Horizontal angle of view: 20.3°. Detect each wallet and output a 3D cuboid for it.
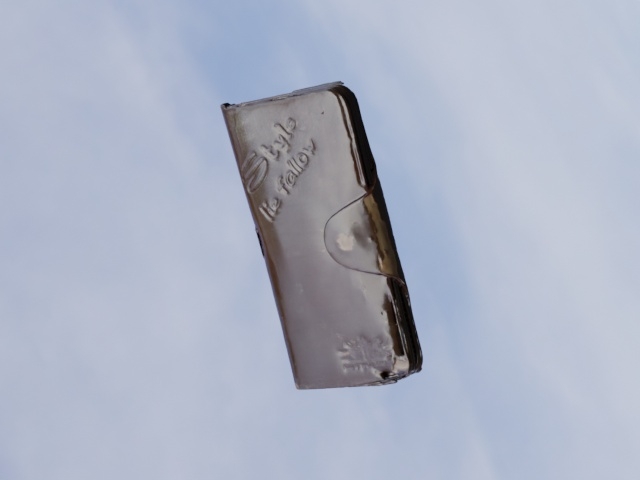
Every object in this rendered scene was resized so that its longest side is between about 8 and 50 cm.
[{"bbox_3d":[0.000,0.000,1.031,0.026,0.095,0.176,-25,-76,-53],"label":"wallet"}]
